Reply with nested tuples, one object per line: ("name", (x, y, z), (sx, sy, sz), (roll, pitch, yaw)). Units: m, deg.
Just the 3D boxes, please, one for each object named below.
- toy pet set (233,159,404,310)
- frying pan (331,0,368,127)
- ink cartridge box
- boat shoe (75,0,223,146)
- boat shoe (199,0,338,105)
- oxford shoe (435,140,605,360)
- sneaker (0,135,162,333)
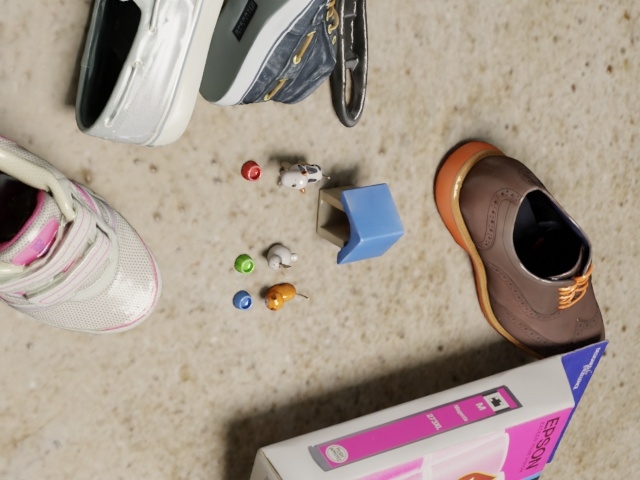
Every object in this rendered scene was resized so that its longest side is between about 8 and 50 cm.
("toy pet set", (0.000, 0.000, 1.115), (0.114, 0.065, 0.122), (-10, 116, -32))
("frying pan", (0.005, -0.248, 1.027), (0.197, 0.053, 0.326), (9, 101, -37))
("ink cartridge box", (0.098, 0.204, 1.243), (0.371, 0.069, 0.175), (-15, 139, -32))
("boat shoe", (-0.114, -0.169, 0.951), (0.081, 0.079, 0.227), (-3, 114, -39))
("boat shoe", (-0.014, -0.166, 1.006), (0.083, 0.065, 0.183), (-3, 144, -41))
("oxford shoe", (0.191, 0.034, 1.244), (0.097, 0.098, 0.271), (-47, 129, -10))
("sneaker", (-0.194, -0.001, 0.946), (0.252, 0.111, 0.103), (35, 88, -40))
